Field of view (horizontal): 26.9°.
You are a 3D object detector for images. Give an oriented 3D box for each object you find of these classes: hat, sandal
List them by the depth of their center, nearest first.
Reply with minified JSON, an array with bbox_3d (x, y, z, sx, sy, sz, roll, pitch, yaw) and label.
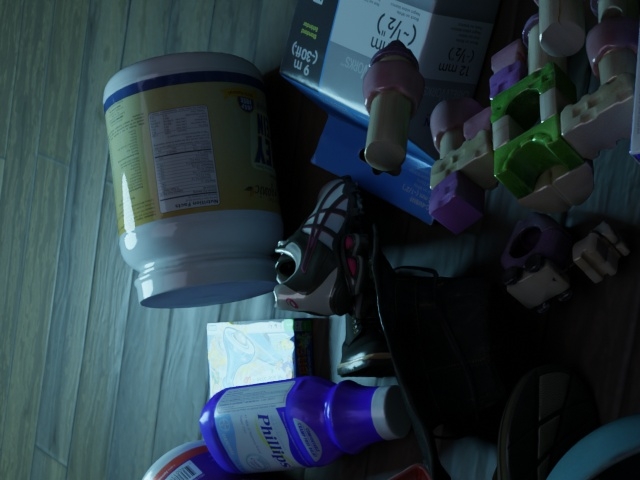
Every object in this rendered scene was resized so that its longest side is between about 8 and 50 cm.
[{"bbox_3d":[0.225,0.283,1.453,0.086,0.120,0.303,14,101,63],"label":"sandal"},{"bbox_3d":[0.148,0.109,1.487,0.134,0.331,0.331,-17,72,6],"label":"hat"}]

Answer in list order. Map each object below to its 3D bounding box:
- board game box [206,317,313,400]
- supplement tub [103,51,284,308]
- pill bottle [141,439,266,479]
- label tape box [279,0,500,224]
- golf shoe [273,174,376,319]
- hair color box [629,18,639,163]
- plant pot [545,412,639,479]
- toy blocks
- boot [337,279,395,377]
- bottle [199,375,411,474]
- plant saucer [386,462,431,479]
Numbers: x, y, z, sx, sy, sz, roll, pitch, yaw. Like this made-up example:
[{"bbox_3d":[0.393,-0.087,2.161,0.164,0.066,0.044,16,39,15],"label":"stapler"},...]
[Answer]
[{"bbox_3d":[-0.086,0.179,1.877,0.201,0.035,0.136,-8,83,49],"label":"board game box"},{"bbox_3d":[-0.172,-0.077,1.836,0.228,0.228,0.316,-20,75,48],"label":"supplement tub"},{"bbox_3d":[-0.103,0.415,1.781,0.323,0.181,0.181,34,115,44],"label":"pill bottle"},{"bbox_3d":[0.072,-0.223,1.641,0.249,0.115,0.348,32,111,46],"label":"label tape box"},{"bbox_3d":[0.000,0.000,1.643,0.273,0.120,0.105,-94,-2,-63],"label":"golf shoe"},{"bbox_3d":[0.441,-0.169,1.144,0.339,0.110,0.185,-15,56,44],"label":"hair color box"},{"bbox_3d":[0.319,0.277,1.249,0.195,0.290,0.290,-96,19,-74],"label":"plant pot"},{"bbox_3d":[0.235,-0.150,1.407,0.288,0.309,0.260,-32,32,32],"label":"toy blocks"},{"bbox_3d":[0.054,0.098,1.634,0.198,0.077,0.137,146,125,-78],"label":"boot"},{"bbox_3d":[-0.019,0.234,1.717,0.283,0.092,0.118,-11,115,33],"label":"bottle"},{"bbox_3d":[0.076,0.432,1.571,0.259,0.258,0.048,56,173,33],"label":"plant saucer"}]
